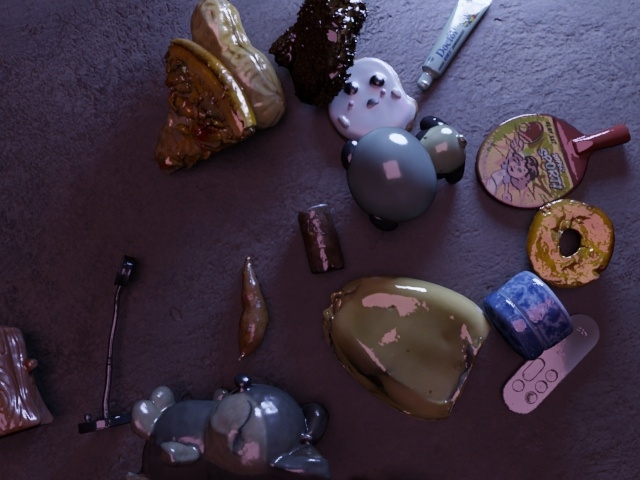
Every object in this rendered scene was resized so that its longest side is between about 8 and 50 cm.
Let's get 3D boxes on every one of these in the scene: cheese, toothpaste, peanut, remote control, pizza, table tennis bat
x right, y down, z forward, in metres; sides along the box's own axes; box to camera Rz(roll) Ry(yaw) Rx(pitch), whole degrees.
[{"bbox_3d":[0.154,0.195,1.123,0.315,0.128,0.260,24,79,1],"label":"cheese"},{"bbox_3d":[0.281,-0.434,1.219,0.067,0.037,0.255,31,84,8],"label":"toothpaste"},{"bbox_3d":[-0.179,-0.377,1.202,0.147,0.147,0.306,-32,82,2],"label":"peanut"},{"bbox_3d":[0.459,0.246,1.133,0.077,0.022,0.245,44,90,7],"label":"remote control"},{"bbox_3d":[-0.275,-0.280,1.166,0.287,0.074,0.251,-20,86,33],"label":"pizza"},{"bbox_3d":[0.476,-0.176,1.173,0.310,0.038,0.200,-17,83,7],"label":"table tennis bat"}]

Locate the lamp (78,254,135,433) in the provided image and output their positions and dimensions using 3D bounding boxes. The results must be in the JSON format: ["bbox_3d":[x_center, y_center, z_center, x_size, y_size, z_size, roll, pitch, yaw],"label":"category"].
[{"bbox_3d":[-0.415,0.225,1.205,0.108,0.130,0.371,13,71,-15],"label":"lamp"}]

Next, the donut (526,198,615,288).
[{"bbox_3d":[0.494,0.010,1.136,0.162,0.065,0.178,27,88,13],"label":"donut"}]

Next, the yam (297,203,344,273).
[{"bbox_3d":[0.000,0.000,1.177,0.079,0.079,0.141,-15,83,4],"label":"yam"}]

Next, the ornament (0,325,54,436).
[{"bbox_3d":[-0.695,0.304,1.153,0.235,0.221,0.218,-24,77,29],"label":"ornament"}]

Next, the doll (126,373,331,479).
[{"bbox_3d":[-0.156,0.443,1.107,0.382,0.252,0.379,0,116,9],"label":"doll"}]

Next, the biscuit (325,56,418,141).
[{"bbox_3d":[0.101,-0.298,1.215,0.181,0.049,0.208,-28,83,1],"label":"biscuit"}]

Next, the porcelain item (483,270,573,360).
[{"bbox_3d":[0.394,0.147,1.088,0.114,0.147,0.147,-36,82,3],"label":"porcelain item"}]

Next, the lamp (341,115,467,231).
[{"bbox_3d":[0.170,-0.144,1.133,0.243,0.198,0.198,-28,82,-15],"label":"lamp"}]

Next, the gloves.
[{"bbox_3d":[0.007,-0.434,1.175,0.210,0.135,0.313,-1,74,44],"label":"gloves"}]

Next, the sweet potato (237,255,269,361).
[{"bbox_3d":[-0.138,0.141,1.186,0.068,0.068,0.226,-1,70,5],"label":"sweet potato"}]
